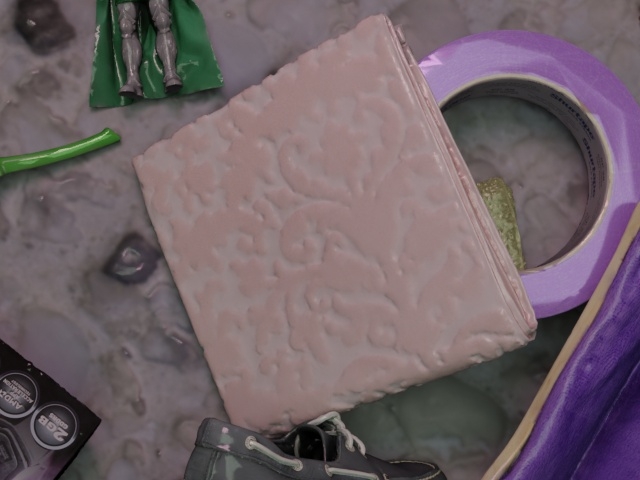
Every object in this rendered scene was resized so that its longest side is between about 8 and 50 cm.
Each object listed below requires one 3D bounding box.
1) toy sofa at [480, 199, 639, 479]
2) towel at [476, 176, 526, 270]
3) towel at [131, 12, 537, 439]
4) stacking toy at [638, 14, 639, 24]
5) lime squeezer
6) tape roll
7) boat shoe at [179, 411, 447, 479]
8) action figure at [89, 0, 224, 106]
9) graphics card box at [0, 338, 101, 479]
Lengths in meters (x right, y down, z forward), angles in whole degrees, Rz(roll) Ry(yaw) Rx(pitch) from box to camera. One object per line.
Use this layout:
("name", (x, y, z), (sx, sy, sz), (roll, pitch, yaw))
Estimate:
("toy sofa", (0.307, 0.149, 1.231), (0.150, 0.177, 0.362), (29, 88, 37))
("towel", (0.150, 0.017, 1.348), (0.110, 0.027, 0.148), (-12, 86, -3))
("towel", (0.000, 0.000, 1.249), (0.332, 0.053, 0.317), (-25, 85, 33))
("stacking toy", (0.415, -0.297, 1.317), (0.052, 0.167, 0.221), (44, 85, 2))
("lime squeezer", (-0.337, -0.014, 1.328), (0.110, 0.059, 0.310), (40, 83, -31))
("tape roll", (0.176, -0.058, 1.296), (0.275, 0.090, 0.274), (0, 86, -1))
("boat shoe", (0.008, 0.204, 1.211), (0.319, 0.116, 0.099), (7, 86, -45))
("action figure", (-0.180, -0.257, 1.346), (0.137, 0.063, 0.232), (-8, 82, 0))
("graphics card box", (-0.398, 0.235, 1.194), (0.233, 0.094, 0.371), (40, 66, -2))
